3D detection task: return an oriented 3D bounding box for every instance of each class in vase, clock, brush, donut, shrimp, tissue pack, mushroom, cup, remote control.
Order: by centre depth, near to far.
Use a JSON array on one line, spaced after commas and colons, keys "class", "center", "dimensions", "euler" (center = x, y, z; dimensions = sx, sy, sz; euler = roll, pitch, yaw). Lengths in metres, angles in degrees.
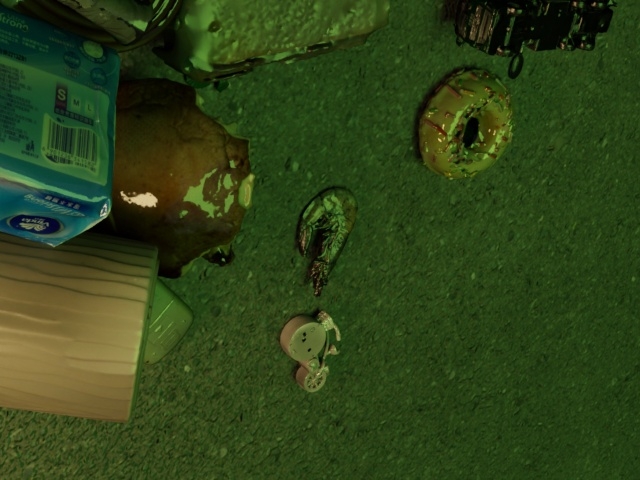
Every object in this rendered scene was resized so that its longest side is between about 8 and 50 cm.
[{"class": "tissue pack", "center": [-0.343, -0.125, 1.409], "dimensions": [0.263, 0.146, 0.198], "euler": [17, 61, -35]}, {"class": "vase", "center": [-0.243, -0.249, 1.425], "dimensions": [0.167, 0.059, 0.059], "euler": [22, 100, -51]}, {"class": "cup", "center": [-0.328, 0.102, 1.576], "dimensions": [0.273, 0.208, 0.288], "euler": [9, 137, -6]}, {"class": "mushroom", "center": [-0.206, -0.059, 1.727], "dimensions": [0.208, 0.233, 0.302], "euler": [-23, 174, -18]}, {"class": "remote control", "center": [-0.252, 0.072, 1.826], "dimensions": [0.098, 0.038, 0.233], "euler": [-49, 138, -7]}, {"class": "shrimp", "center": [0.000, 0.000, 2.023], "dimensions": [0.091, 0.034, 0.161], "euler": [9, 104, -33]}, {"class": "donut", "center": [0.217, -0.166, 2.083], "dimensions": [0.175, 0.068, 0.174], "euler": [-24, 131, -30]}, {"class": "clock", "center": [-0.011, 0.163, 2.108], "dimensions": [0.087, 0.041, 0.129], "euler": [-29, 128, -22]}, {"class": "brush", "center": [0.297, -0.278, 2.126], "dimensions": [0.024, 0.008, 0.083], "euler": [-6, 120, -37]}]

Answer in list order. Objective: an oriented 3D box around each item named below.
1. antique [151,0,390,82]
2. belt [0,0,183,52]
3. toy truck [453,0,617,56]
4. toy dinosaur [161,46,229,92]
[{"class": "antique", "center": [-0.069, -0.279, 1.681], "dimensions": [0.284, 0.150, 0.125], "euler": [-22, 125, -30]}, {"class": "belt", "center": [-0.286, -0.326, 1.474], "dimensions": [0.339, 0.122, 0.217], "euler": [29, 93, -51]}, {"class": "toy truck", "center": [0.298, -0.319, 2.015], "dimensions": [0.259, 0.121, 0.088], "euler": [-11, 124, -39]}, {"class": "toy dinosaur", "center": [-0.147, -0.211, 1.747], "dimensions": [0.120, 0.029, 0.060], "euler": [7, 124, -45]}]
